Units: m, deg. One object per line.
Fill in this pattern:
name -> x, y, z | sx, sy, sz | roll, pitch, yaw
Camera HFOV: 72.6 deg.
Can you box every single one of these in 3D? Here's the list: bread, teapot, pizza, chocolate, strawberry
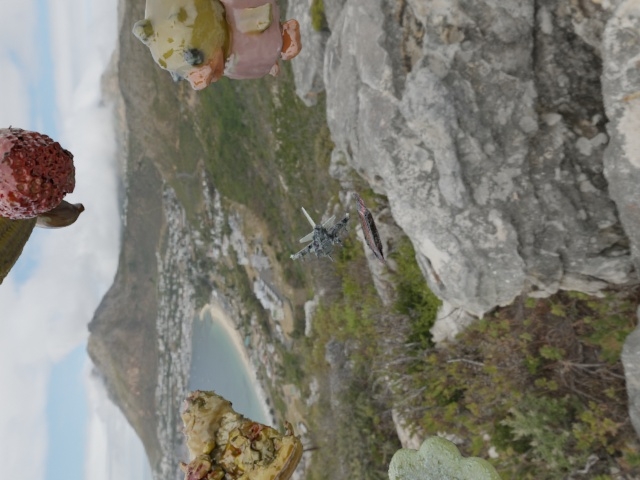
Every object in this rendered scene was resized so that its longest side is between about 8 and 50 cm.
bread -> 0.233, 0.494, 0.850 | 0.286, 0.056, 0.208 | -16, 65, 33
teapot -> -0.610, -0.075, 0.993 | 0.098, 0.129, 0.078 | 43, 113, 32
pizza -> -0.161, 0.404, 0.856 | 0.074, 0.251, 0.288 | 74, 179, -57
chocolate -> 0.116, -0.023, 0.996 | 0.086, 0.028, 0.183 | -126, 15, -68
strawberry -> -0.256, -0.057, 0.375 | 0.096, 0.083, 0.083 | -134, 48, -62

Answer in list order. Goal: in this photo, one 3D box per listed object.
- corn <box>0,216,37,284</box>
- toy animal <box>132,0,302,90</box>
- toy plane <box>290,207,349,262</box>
corn -> -0.521, 0.010, 0.651 | 0.363, 0.120, 0.121 | -117, 34, -57
toy animal -> -0.178, -0.354, 0.748 | 0.195, 0.281, 0.169 | -17, 101, 49
toy plane -> 0.008, 0.009, 0.981 | 0.082, 0.160, 0.234 | 49, 173, 29
